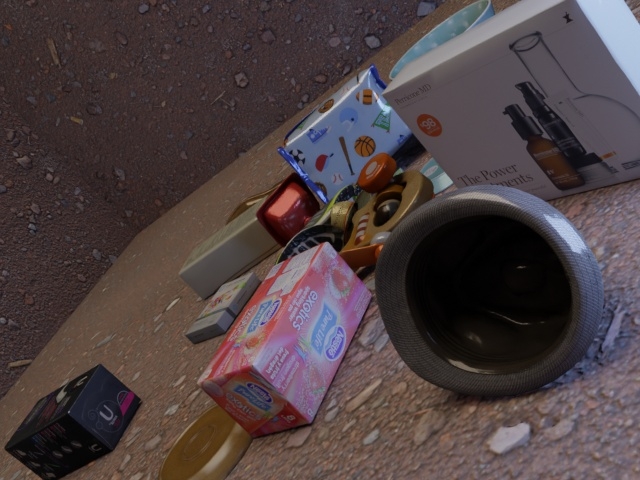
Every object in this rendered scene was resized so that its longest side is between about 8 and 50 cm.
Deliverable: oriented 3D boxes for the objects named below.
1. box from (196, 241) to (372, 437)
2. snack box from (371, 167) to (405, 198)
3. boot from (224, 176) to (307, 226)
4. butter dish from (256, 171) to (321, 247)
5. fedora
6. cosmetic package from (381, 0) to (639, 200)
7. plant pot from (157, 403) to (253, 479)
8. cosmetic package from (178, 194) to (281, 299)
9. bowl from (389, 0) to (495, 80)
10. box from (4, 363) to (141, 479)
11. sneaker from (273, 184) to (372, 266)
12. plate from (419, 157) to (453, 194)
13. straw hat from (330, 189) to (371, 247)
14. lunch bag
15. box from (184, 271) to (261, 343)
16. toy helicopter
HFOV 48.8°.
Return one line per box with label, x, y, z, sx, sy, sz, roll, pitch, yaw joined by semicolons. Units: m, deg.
box;-0.050;0.162;1.194;0.154;0.142;0.300;-26;23;40
snack box;0.156;-0.092;1.529;0.100;0.037;0.141;-45;15;17
boot;-0.172;-0.076;2.130;0.305;0.112;0.115;-34;29;16
butter dish;-0.057;-0.063;1.810;0.160;0.160;0.118;-48;43;-10
fedora;0.212;0.052;0.842;0.275;0.244;0.124;-29;-9;42
cosmetic package;0.310;-0.195;1.048;0.097;0.284;0.377;-51;19;-29
plant pot;-0.203;0.359;1.230;0.236;0.032;0.236;-36;17;13
cosmetic package;-0.243;0.020;2.016;0.309;0.113;0.160;-34;18;25
bowl;0.348;-0.456;1.815;0.311;0.163;0.311;-38;17;14
box;-0.589;0.438;1.683;0.270;0.143;0.165;-31;22;30
sneaker;0.000;0.000;1.588;0.300;0.111;0.121;-44;6;-28
plate;0.263;-0.158;1.505;0.188;0.024;0.188;-37;19;14
straw hat;0.053;-0.054;1.509;0.061;0.145;0.144;18;49;20
lunch bag;0.074;-0.274;1.869;0.328;0.239;0.385;-40;1;7
box;-0.244;0.170;1.779;0.145;0.038;0.186;-23;23;45
toy helicopter;0.087;0.017;1.348;0.355;0.140;0.235;-49;24;13
